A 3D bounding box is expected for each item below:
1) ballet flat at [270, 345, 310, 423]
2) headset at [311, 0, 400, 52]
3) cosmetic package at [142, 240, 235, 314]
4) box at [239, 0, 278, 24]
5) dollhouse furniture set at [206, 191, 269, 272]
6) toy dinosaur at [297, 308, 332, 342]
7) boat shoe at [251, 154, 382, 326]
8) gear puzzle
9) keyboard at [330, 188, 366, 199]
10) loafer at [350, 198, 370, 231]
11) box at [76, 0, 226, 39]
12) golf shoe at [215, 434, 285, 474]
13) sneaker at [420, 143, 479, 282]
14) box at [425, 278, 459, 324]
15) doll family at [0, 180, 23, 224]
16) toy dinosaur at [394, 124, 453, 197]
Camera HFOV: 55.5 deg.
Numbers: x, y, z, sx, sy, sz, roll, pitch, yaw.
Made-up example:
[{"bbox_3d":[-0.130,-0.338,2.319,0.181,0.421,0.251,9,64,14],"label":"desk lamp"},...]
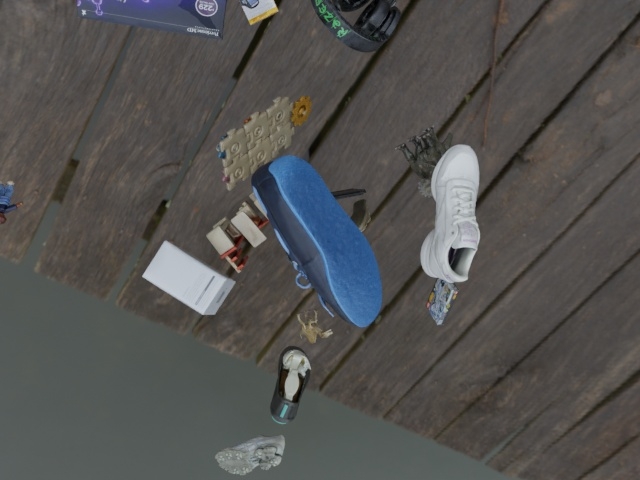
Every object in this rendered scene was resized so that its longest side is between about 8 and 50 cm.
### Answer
[{"bbox_3d":[-0.070,0.368,1.654,0.095,0.280,0.096,17,124,-6],"label":"ballet flat"},{"bbox_3d":[0.104,-0.630,1.677,0.243,0.394,0.185,53,133,-2],"label":"headset"},{"bbox_3d":[-0.411,0.123,1.927,0.224,0.224,0.138,33,84,4],"label":"cosmetic package"},{"bbox_3d":[-0.171,-0.629,1.543,0.081,0.028,0.136,-24,102,6],"label":"box"},{"bbox_3d":[-0.157,-0.047,1.598,0.259,0.262,0.135,-36,103,17],"label":"dollhouse furniture set"},{"bbox_3d":[-0.037,0.246,1.723,0.053,0.183,0.093,-12,88,-32],"label":"toy dinosaur"},{"bbox_3d":[0.000,0.000,0.810,0.089,0.109,0.258,-2,119,50],"label":"boat shoe"},{"bbox_3d":[-0.139,-0.283,1.553,0.044,0.339,0.176,32,147,26],"label":"gear puzzle"},{"bbox_3d":[-0.006,-0.075,1.259,0.191,0.100,0.038,-10,100,-15],"label":"keyboard"},{"bbox_3d":[0.117,-0.063,1.717,0.056,0.148,0.050,-18,120,25],"label":"loafer"},{"bbox_3d":[-0.293,-0.479,1.077,0.261,0.103,0.184,5,143,-11],"label":"box"},{"bbox_3d":[-0.162,0.503,1.446,0.176,0.086,0.069,-12,106,20],"label":"golf shoe"},{"bbox_3d":[0.309,-0.054,1.325,0.114,0.152,0.305,2,101,-19],"label":"sneaker"},{"bbox_3d":[0.372,0.177,1.864,0.027,0.094,0.137,3,123,-20],"label":"box"},{"bbox_3d":[-0.741,-0.082,1.292,0.192,0.111,0.076,-12,138,-5],"label":"doll family"},{"bbox_3d":[0.285,-0.200,1.554,0.121,0.313,0.160,-24,99,23],"label":"toy dinosaur"}]
